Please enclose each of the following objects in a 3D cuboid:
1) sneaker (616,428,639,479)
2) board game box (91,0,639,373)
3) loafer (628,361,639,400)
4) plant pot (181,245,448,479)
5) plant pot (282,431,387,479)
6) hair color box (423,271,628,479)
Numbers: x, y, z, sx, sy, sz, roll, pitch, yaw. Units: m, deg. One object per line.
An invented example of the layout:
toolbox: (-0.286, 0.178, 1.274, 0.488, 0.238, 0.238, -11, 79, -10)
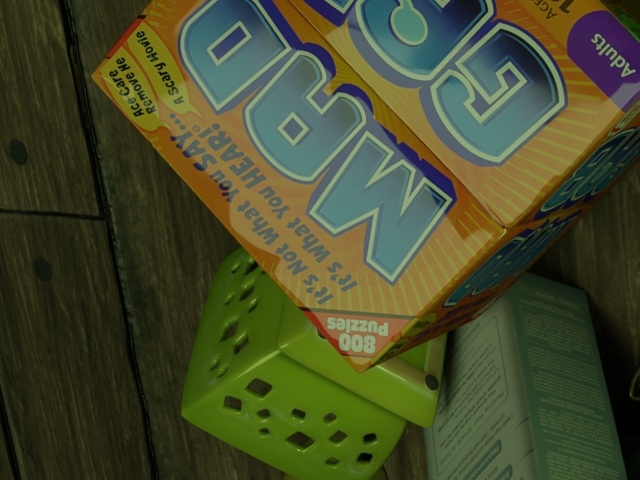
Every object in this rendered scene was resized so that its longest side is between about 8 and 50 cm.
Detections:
sneaker: (0.324, 0.308, 1.643, 0.483, 0.185, 0.202, -44, 47, 25)
board game box: (0.094, -0.150, 1.438, 0.356, 0.356, 0.356, 48, 109, 11)
loafer: (0.373, 0.108, 1.593, 0.062, 0.061, 0.170, 43, 127, 16)
plant pot: (0.011, 0.108, 1.696, 0.227, 0.228, 0.207, 30, 138, -20)
plant pot: (0.003, 0.311, 1.930, 0.134, 0.095, 0.134, 14, 116, 31)
hair color box: (0.201, 0.225, 1.582, 0.113, 0.374, 0.185, 19, 130, -19)
